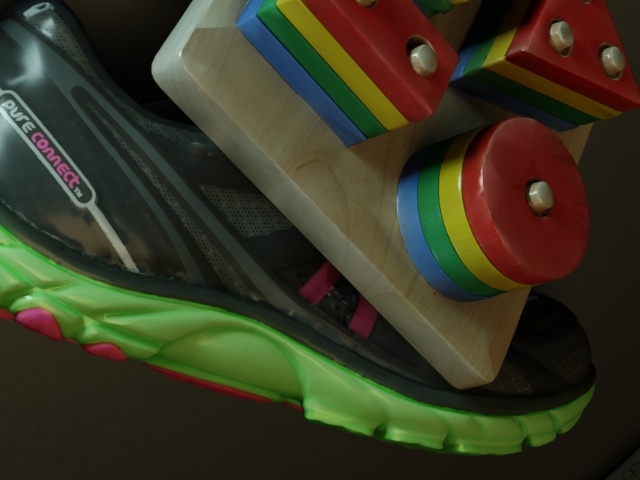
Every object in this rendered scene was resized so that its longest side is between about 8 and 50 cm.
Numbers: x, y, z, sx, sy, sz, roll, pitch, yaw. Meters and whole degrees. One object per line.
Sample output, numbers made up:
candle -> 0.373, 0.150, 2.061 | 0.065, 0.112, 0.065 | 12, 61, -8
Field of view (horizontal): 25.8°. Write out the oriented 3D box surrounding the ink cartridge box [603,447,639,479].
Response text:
ink cartridge box -> 0.340, 0.224, 1.087 | 0.275, 0.060, 0.239 | -43, 116, 4

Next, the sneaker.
sneaker -> 0.000, 0.000, 0.817 | 0.483, 0.185, 0.202 | 22, 85, -36

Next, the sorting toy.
sorting toy -> 0.074, -0.099, 0.762 | 0.255, 0.089, 0.257 | 46, 50, -24
